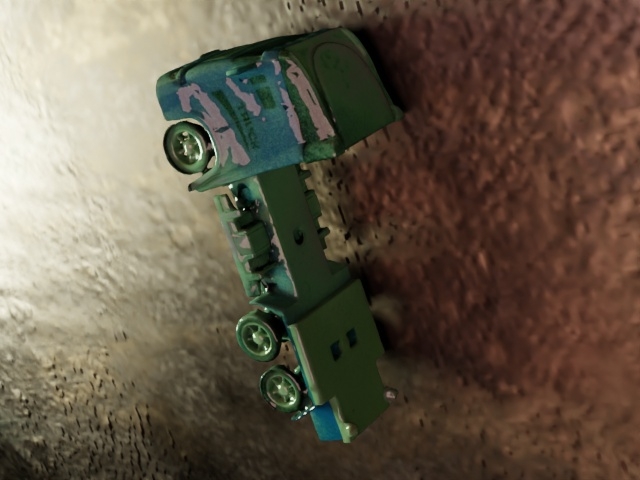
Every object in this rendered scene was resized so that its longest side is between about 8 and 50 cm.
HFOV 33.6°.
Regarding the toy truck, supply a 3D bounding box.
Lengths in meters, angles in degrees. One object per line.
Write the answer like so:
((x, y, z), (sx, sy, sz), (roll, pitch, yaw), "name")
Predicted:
((0.000, 0.000, 0.442), (0.081, 0.067, 0.175), (-9, 105, 37), "toy truck")
